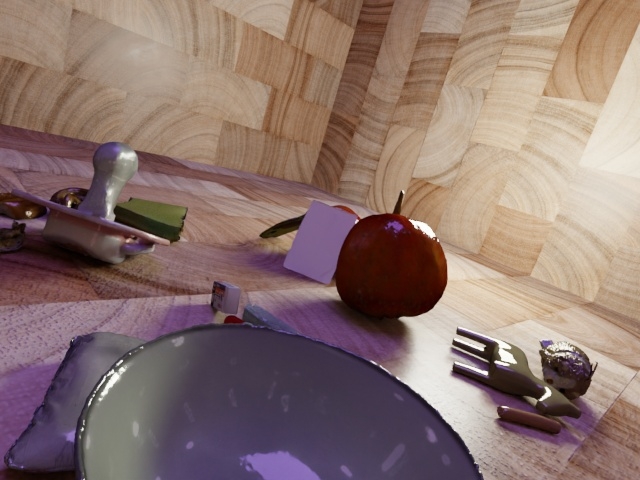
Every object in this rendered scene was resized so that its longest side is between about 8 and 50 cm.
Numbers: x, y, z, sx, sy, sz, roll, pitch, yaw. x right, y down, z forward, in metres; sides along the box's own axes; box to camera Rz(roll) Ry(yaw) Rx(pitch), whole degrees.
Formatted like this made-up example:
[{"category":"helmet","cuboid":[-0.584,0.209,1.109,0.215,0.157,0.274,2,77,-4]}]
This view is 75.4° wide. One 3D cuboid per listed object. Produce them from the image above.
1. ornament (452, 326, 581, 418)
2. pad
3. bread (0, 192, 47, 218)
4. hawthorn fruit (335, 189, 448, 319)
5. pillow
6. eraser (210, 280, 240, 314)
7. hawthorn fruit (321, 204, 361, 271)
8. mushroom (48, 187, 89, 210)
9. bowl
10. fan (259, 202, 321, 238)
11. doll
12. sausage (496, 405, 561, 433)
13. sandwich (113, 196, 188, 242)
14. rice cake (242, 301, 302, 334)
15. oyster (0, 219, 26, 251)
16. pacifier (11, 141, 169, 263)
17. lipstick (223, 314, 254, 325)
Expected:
[{"category":"ornament","cuboid":[0.411,0.286,0.897,0.245,0.061,0.230,17,14,16]},{"category":"pad","cuboid":[0.000,0.000,1.239,0.156,0.232,0.004,21,-12,14]},{"category":"bread","cuboid":[-0.764,-0.093,1.033,0.126,0.044,0.129,12,17,-16]},{"category":"hawthorn fruit","cuboid":[0.185,0.037,1.054,0.287,0.330,0.287,6,1,0]},{"category":"pillow","cuboid":[-0.262,0.181,0.502,0.128,0.051,0.229,10,16,-17]},{"category":"eraser","cuboid":[-0.188,0.110,0.815,0.029,0.052,0.122,8,-2,-26]},{"category":"hawthorn fruit","cuboid":[0.063,0.004,1.331,0.215,0.215,0.249,8,28,-33]},{"category":"mushroom","cuboid":[-0.646,-0.091,1.096,0.135,0.080,0.170,3,15,-7]},{"category":"bowl","cuboid":[-0.037,0.223,0.369,0.337,0.157,0.337,17,13,-4]},{"category":"fan","cuboid":[-0.087,-0.061,1.415,0.229,0.011,0.335,-16,-10,-33]},{"category":"doll","cuboid":[0.572,0.296,0.974,0.115,0.105,0.221,-23,-8,18]},{"category":"sausage","cuboid":[0.381,0.328,0.761,0.116,0.026,0.026,16,13,-2]},{"category":"sandwich","cuboid":[-0.506,-0.063,1.210,0.212,0.063,0.245,9,14,-16]},{"category":"rice cake","cuboid":[-0.053,0.185,0.758,0.245,0.045,0.042,25,18,31]},{"category":"oyster","cuboid":[-0.629,-0.013,0.818,0.038,0.080,0.083,-4,-24,8]},{"category":"pacifier","cuboid":[-0.487,-0.067,0.911,0.332,0.273,0.220,17,29,5]},{"category":"lipstick","cuboid":[-0.067,0.188,0.686,0.274,0.068,0.061,18,39,37]}]
